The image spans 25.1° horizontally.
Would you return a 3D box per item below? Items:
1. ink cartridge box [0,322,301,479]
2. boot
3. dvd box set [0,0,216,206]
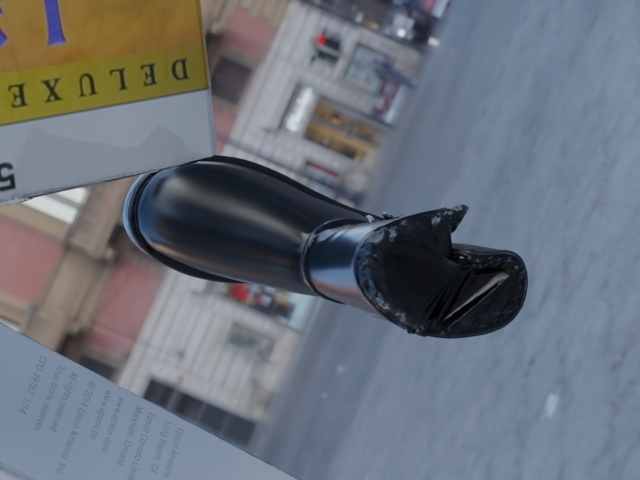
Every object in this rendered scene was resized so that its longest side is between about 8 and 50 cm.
[{"bbox_3d":[-0.120,0.118,0.607,0.165,0.332,0.065,-38,27,45],"label":"ink cartridge box"},{"bbox_3d":[0.000,0.000,0.997,0.207,0.246,0.094,-175,100,-72],"label":"boot"},{"bbox_3d":[-0.176,-0.199,0.324,0.307,0.062,0.421,-15,-77,-44],"label":"dvd box set"}]
